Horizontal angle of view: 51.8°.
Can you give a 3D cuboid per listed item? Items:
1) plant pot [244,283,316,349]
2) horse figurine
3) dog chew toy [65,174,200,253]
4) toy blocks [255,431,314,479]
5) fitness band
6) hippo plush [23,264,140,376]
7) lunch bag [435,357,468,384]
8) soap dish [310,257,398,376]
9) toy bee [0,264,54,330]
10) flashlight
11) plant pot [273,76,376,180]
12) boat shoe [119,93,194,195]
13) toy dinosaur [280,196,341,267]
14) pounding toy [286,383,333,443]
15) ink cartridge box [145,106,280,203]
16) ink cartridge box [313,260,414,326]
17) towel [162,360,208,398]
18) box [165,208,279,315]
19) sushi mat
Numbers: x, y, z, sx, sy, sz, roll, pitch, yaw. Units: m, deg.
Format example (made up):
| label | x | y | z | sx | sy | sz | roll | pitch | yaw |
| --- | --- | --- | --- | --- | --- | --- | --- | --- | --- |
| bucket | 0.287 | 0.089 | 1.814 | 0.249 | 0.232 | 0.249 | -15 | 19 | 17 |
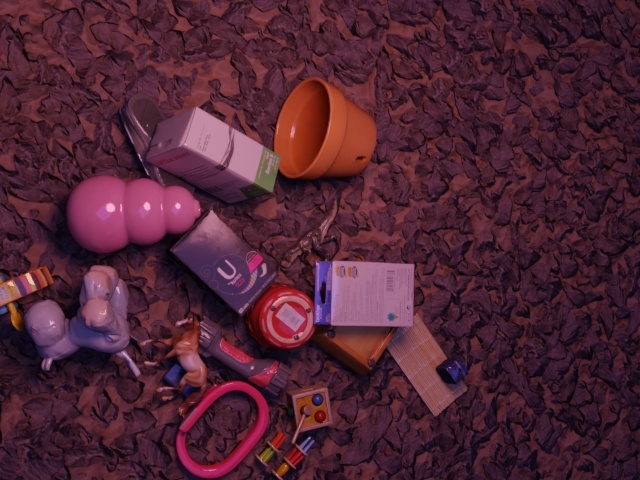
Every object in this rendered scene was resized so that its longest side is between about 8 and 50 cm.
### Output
| label | x | y | z | sx | sy | sz | roll | pitch | yaw |
| --- | --- | --- | --- | --- | --- | --- | --- | --- | --- |
| plant pot | -0.112 | 0.223 | 1.884 | 0.191 | 0.174 | 0.191 | 0 | 90 | -16 |
| horse figurine | -0.380 | 0.344 | 1.805 | 0.174 | 0.066 | 0.263 | -19 | 99 | -5 |
| dog chew toy | -0.485 | -0.073 | 1.731 | 0.331 | 0.206 | 0.207 | -3 | 89 | -4 |
| toy blocks | -0.100 | 0.614 | 1.934 | 0.148 | 0.054 | 0.123 | -46 | 102 | -14 |
| fitness band | -0.281 | 0.536 | 1.882 | 0.209 | 0.054 | 0.291 | 46 | 77 | -14 |
| hippo plush | -0.632 | 0.208 | 1.726 | 0.236 | 0.234 | 0.294 | -13 | 135 | -1 |
| lunch bag | 0.417 | 0.406 | 2.067 | 0.065 | 0.098 | 0.067 | -36 | 93 | -19 |
| soap dish | 0.130 | 0.234 | 1.990 | 0.229 | 0.118 | 0.291 | 38 | 76 | -13 |
| toy bee | -0.822 | 0.157 | 1.658 | 0.195 | 0.162 | 0.298 | 47 | 76 | -13 |
| flashlight | -0.229 | 0.327 | 1.883 | 0.304 | 0.103 | 0.103 | 37 | 115 | -10 |
| plant pot | 0.025 | -0.302 | 1.905 | 0.203 | 0.290 | 0.291 | 10 | 85 | -34 |
| boat shoe | -0.456 | -0.245 | 1.833 | 0.118 | 0.103 | 0.321 | -37 | 106 | -38 |
| toy dinosaur | 0.000 | 0.000 | 1.988 | 0.118 | 0.064 | 0.268 | 44 | 73 | -5 |
| pounding toy | -0.041 | 0.507 | 1.932 | 0.141 | 0.100 | 0.130 | -9 | 91 | -18 |
| ink cartridge box | -0.286 | -0.221 | 1.767 | 0.289 | 0.211 | 0.122 | 28 | 67 | -37 |
| ink cartridge box | 0.121 | 0.154 | 1.895 | 0.311 | 0.065 | 0.186 | 3 | 86 | -22 |
| towel | -0.383 | 0.400 | 1.862 | 0.119 | 0.029 | 0.067 | 43 | 79 | -13 |
| box | -0.276 | 0.063 | 1.849 | 0.270 | 0.143 | 0.165 | 44 | 76 | -11 |
| sushi mat | 0.336 | 0.396 | 2.104 | 0.151 | 0.019 | 0.317 | -37 | 99 | -15 |
